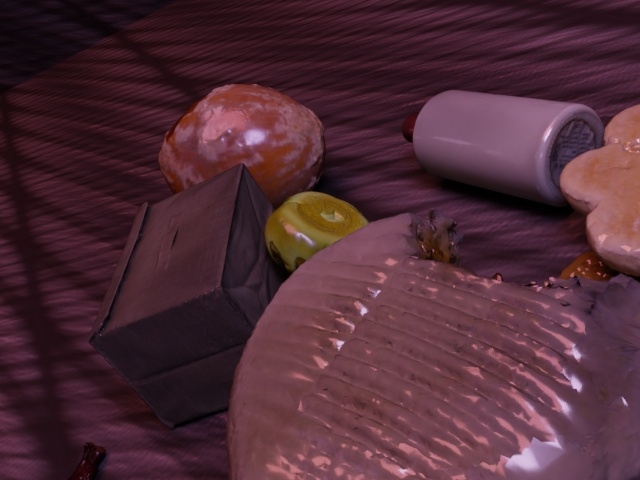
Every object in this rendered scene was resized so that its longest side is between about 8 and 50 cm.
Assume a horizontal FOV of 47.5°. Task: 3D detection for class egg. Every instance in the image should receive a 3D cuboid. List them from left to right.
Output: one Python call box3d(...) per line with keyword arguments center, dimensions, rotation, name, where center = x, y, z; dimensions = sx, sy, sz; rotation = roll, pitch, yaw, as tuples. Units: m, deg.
box3d(center=(-0.102, -0.114, 0.973), dimensions=(0.233, 0.195, 0.195), rotation=(-11, 37, 33), name="egg")

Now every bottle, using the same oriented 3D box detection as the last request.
box3d(center=(0.182, -0.110, 0.803), dimensions=(0.104, 0.104, 0.245), rotation=(-42, 33, -16), name="bottle")

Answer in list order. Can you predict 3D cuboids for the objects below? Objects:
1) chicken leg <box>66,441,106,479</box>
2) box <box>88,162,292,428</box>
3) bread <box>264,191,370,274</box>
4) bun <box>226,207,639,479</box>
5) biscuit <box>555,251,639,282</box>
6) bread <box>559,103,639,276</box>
box3d(center=(-0.228, 0.266, 0.686), dimensions=(0.093, 0.053, 0.205), rotation=(-18, 33, -23), name="chicken leg")
box3d(center=(-0.124, 0.051, 0.793), dimensions=(0.148, 0.155, 0.231), rotation=(-22, 32, 15), name="box")
box3d(center=(0.000, 0.000, 0.802), dimensions=(0.139, 0.130, 0.071), rotation=(-89, 20, -60), name="bread")
box3d(center=(0.081, 0.131, 0.458), dimensions=(0.281, 0.205, 0.282), rotation=(-20, 34, 14), name="bun")
box3d(center=(0.245, 0.094, 0.533), dimensions=(0.172, 0.029, 0.254), rotation=(-44, 33, -15), name="biscuit")
box3d(center=(0.358, -0.053, 0.597), dimensions=(0.316, 0.054, 0.316), rotation=(-18, 31, 11), name="bread")
